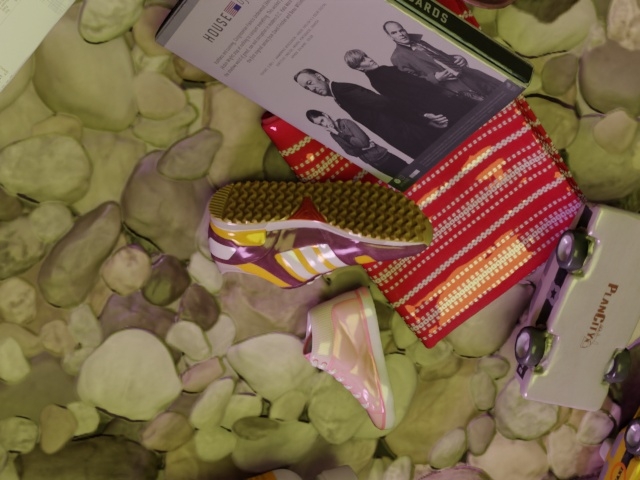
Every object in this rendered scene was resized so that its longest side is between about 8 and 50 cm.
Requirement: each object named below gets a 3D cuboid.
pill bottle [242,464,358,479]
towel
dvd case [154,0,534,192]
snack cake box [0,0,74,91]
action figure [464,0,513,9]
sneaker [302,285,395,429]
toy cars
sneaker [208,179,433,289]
[{"bbox_3d":[-0.061,0.268,1.329,0.208,0.117,0.118,-16,114,-9],"label":"pill bottle"},{"bbox_3d":[0.098,-0.058,1.295,0.199,0.031,0.275,-36,115,2],"label":"towel"},{"bbox_3d":[0.014,-0.141,1.148,0.238,0.030,0.179,31,144,-14],"label":"dvd case"},{"bbox_3d":[-0.233,-0.236,1.105,0.152,0.089,0.264,39,97,-22],"label":"snack cake box"},{"bbox_3d":[0.136,-0.280,1.173,0.370,0.248,0.276,-19,158,6],"label":"action figure"},{"bbox_3d":[0.022,0.109,1.328,0.070,0.051,0.134,-15,110,-7],"label":"sneaker"},{"bbox_3d":[0.267,0.133,1.378,0.176,0.087,0.394,-25,117,-4],"label":"toy cars"},{"bbox_3d":[0.000,0.000,1.258,0.185,0.070,0.084,6,134,6],"label":"sneaker"}]
